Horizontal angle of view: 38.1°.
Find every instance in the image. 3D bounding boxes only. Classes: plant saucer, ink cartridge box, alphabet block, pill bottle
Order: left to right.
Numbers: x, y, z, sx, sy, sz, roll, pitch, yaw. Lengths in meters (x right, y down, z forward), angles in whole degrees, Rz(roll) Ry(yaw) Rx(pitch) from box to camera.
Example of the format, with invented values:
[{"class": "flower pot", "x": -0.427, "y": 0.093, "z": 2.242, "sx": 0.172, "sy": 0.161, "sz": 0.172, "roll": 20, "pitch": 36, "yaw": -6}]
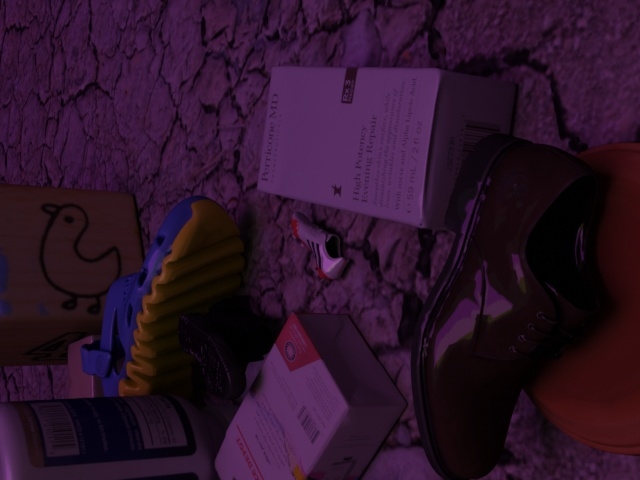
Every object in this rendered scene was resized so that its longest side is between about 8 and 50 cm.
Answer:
[{"class": "alphabet block", "x": -0.359, "y": 0.051, "z": 1.218, "sx": 0.193, "sy": 0.197, "sz": 0.192, "roll": -36, "pitch": 60, "yaw": 48}, {"class": "pill bottle", "x": -0.197, "y": 0.230, "z": 0.915, "sx": 0.153, "sy": 0.265, "sz": 0.153, "roll": -9, "pitch": 79, "yaw": 55}, {"class": "ink cartridge box", "x": -0.017, "y": 0.174, "z": 0.830, "sx": 0.198, "sy": 0.067, "sz": 0.115, "roll": -61, "pitch": 42, "yaw": 28}, {"class": "plant saucer", "x": 0.181, "y": 0.036, "z": 0.587, "sx": 0.200, "sy": 0.037, "sz": 0.199, "roll": -5, "pitch": 84, "yaw": 55}]

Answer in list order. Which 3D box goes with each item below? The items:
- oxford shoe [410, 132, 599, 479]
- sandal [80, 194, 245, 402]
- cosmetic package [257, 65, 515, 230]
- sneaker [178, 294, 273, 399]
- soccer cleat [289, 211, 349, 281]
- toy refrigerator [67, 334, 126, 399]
[{"class": "oxford shoe", "x": 0.117, "y": 0.052, "z": 0.574, "sx": 0.096, "sy": 0.083, "sz": 0.227, "roll": 23, "pitch": 107, "yaw": 49}, {"class": "sandal", "x": -0.188, "y": 0.081, "z": 1.015, "sx": 0.138, "sy": 0.126, "sz": 0.317, "roll": 42, "pitch": 119, "yaw": 31}, {"class": "cosmetic package", "x": 0.043, "y": -0.080, "z": 0.751, "sx": 0.231, "sy": 0.086, "sz": 0.117, "roll": 13, "pitch": 98, "yaw": 53}, {"class": "sneaker", "x": -0.080, "y": 0.099, "z": 0.896, "sx": 0.170, "sy": 0.089, "sz": 0.051, "roll": 36, "pitch": 122, "yaw": 57}, {"class": "soccer cleat", "x": 0.000, "y": 0.000, "z": 0.857, "sx": 0.035, "sy": 0.029, "sz": 0.083, "roll": -50, "pitch": 52, "yaw": 29}, {"class": "toy refrigerator", "x": -0.250, "y": 0.256, "z": 1.141, "sx": 0.102, "sy": 0.094, "sz": 0.269, "roll": -24, "pitch": 67, "yaw": 56}]
